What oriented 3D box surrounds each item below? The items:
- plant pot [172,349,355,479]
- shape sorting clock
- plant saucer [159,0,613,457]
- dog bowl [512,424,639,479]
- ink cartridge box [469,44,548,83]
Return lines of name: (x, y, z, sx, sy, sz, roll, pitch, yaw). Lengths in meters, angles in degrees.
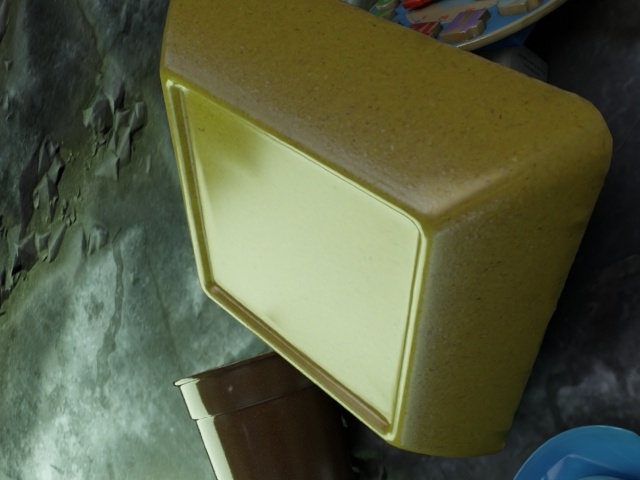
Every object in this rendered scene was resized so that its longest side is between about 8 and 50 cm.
plant pot: (-0.046, 0.195, 0.660, 0.167, 0.167, 0.165, -22, 80, 36)
shape sorting clock: (0.123, -0.209, 0.551, 0.206, 0.040, 0.206, -21, 38, 17)
plant saucer: (0.000, 0.000, 0.489, 0.333, 0.081, 0.333, 33, 144, 30)
dog bowl: (0.240, 0.217, 0.401, 0.297, 0.074, 0.166, -9, 55, 61)
ink cartridge box: (0.106, -0.050, 0.588, 0.160, 0.092, 0.219, 3, 88, 40)
